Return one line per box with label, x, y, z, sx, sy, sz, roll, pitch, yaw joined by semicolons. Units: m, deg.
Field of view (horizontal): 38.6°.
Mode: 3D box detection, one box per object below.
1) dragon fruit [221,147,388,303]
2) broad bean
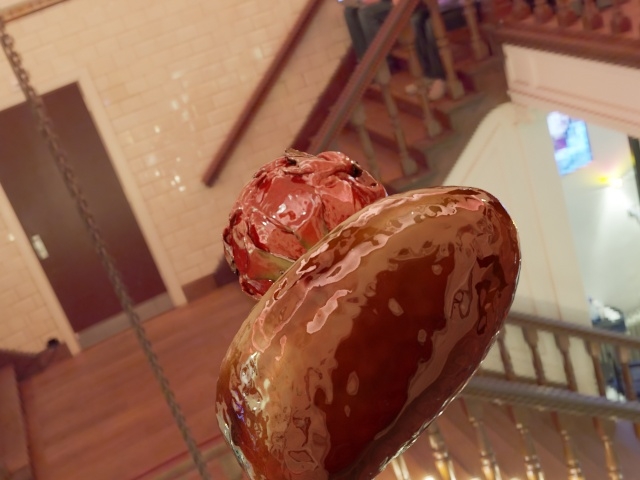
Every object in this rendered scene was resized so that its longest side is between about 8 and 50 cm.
dragon fruit;0.000;0.000;1.175;0.234;0.233;0.293;-30;36;-23
broad bean;0.025;0.046;0.408;0.165;0.114;0.084;-42;57;-4
